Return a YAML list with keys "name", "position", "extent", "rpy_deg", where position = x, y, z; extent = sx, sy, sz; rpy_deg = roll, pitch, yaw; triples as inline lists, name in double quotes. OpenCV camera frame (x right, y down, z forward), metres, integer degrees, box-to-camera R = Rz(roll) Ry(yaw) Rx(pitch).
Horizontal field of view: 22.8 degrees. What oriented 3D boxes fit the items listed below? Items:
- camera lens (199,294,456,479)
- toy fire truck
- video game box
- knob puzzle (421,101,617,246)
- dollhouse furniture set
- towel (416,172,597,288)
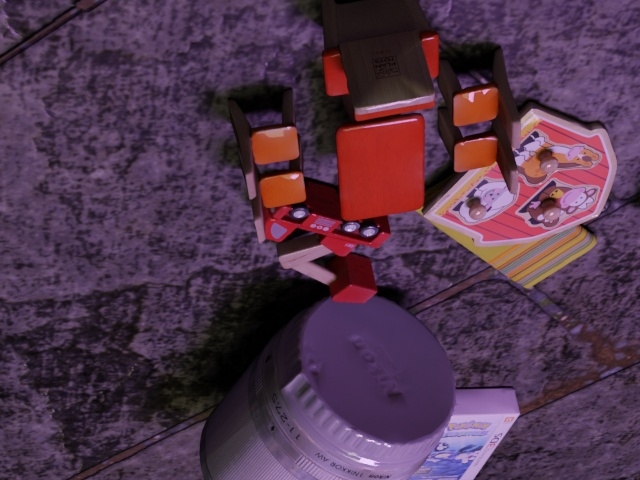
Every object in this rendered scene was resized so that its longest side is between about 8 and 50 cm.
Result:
- name: "camera lens"
  position: [0.003, 0.212, 1.805]
  extent: [0.219, 0.219, 0.274]
  rpy_deg: [8, 141, -28]
- name: "toy fire truck"
  position: [0.000, 0.000, 1.646]
  extent: [0.192, 0.047, 0.135]
  rpy_deg: [14, 140, -33]
- name: "video game box"
  position: [0.135, 0.258, 2.074]
  extent: [0.205, 0.048, 0.187]
  rpy_deg: [0, 142, -18]
- name: "knob puzzle"
  position: [0.229, -0.049, 1.641]
  extent: [0.213, 0.030, 0.213]
  rpy_deg: [-12, 141, -10]
- name: "dollhouse furniture set"
  position: [0.054, -0.097, 1.439]
  extent: [0.262, 0.135, 0.259]
  rpy_deg: [-11, 147, -2]
- name: "towel"
  position: [0.201, -0.020, 1.709]
  extent: [0.102, 0.021, 0.237]
  rpy_deg: [-35, 140, 22]
